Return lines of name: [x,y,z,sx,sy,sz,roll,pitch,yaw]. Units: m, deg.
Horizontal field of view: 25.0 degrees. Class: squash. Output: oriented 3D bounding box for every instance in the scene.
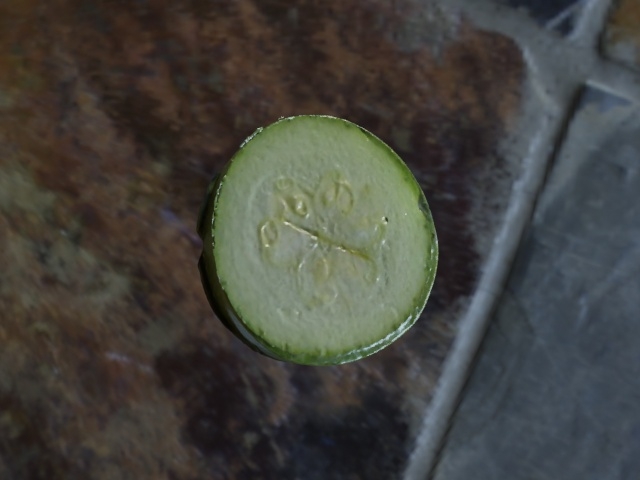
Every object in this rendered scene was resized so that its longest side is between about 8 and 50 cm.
squash: [0.002,-0.001,1.240,0.219,0.041,0.219,3,83,-23]
